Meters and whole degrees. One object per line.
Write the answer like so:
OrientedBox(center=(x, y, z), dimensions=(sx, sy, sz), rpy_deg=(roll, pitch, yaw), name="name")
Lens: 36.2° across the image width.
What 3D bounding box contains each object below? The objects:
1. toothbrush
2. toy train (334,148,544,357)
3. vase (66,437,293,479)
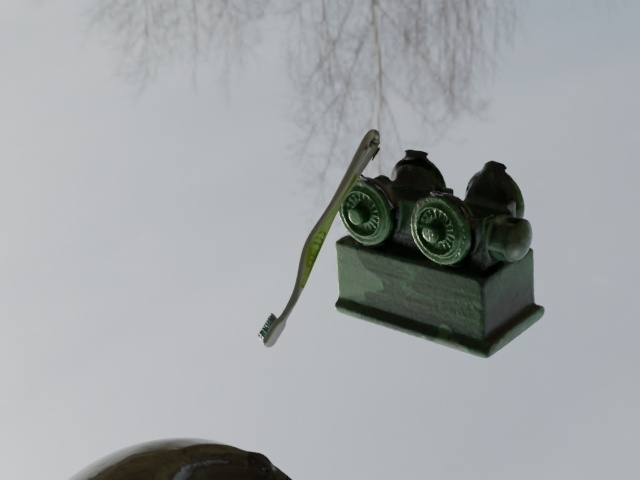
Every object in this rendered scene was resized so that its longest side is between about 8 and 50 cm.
OrientedBox(center=(0.000, 0.000, 1.048), dimensions=(0.022, 0.263, 0.026), rpy_deg=(20, -167, -44), name="toothbrush")
OrientedBox(center=(0.135, 0.007, 1.180), dimensions=(0.266, 0.202, 0.145), rpy_deg=(14, -151, 40), name="toy train")
OrientedBox(center=(-0.157, 0.285, 0.632), dimensions=(0.329, 0.302, 0.241), rpy_deg=(13, -144, -45), name="vase")
